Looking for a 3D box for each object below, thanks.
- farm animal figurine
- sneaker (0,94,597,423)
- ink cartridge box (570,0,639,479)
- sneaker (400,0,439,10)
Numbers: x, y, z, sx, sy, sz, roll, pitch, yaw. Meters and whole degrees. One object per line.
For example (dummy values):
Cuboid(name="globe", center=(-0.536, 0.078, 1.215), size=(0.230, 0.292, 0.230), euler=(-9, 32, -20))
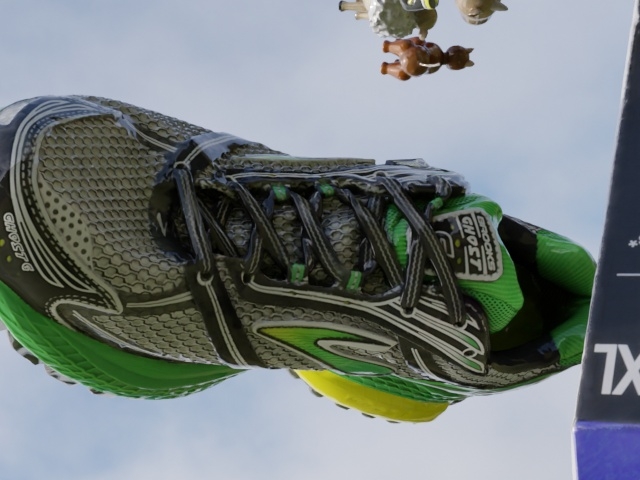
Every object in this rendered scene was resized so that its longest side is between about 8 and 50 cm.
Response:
Cuboid(name="farm animal figurine", center=(0.183, -0.387, 1.617), size=(0.326, 0.172, 0.331), euler=(32, -110, -63))
Cuboid(name="sneaker", center=(0.000, 0.000, 0.534), size=(0.343, 0.134, 0.146), euler=(12, -25, -41))
Cuboid(name="ink cartridge box", center=(0.204, 0.015, 0.479), size=(0.069, 0.175, 0.371), euler=(66, -148, -45))
Cuboid(name="sneaker", center=(0.086, -0.245, 1.061), size=(0.035, 0.083, 0.031), euler=(-9, -26, 23))
